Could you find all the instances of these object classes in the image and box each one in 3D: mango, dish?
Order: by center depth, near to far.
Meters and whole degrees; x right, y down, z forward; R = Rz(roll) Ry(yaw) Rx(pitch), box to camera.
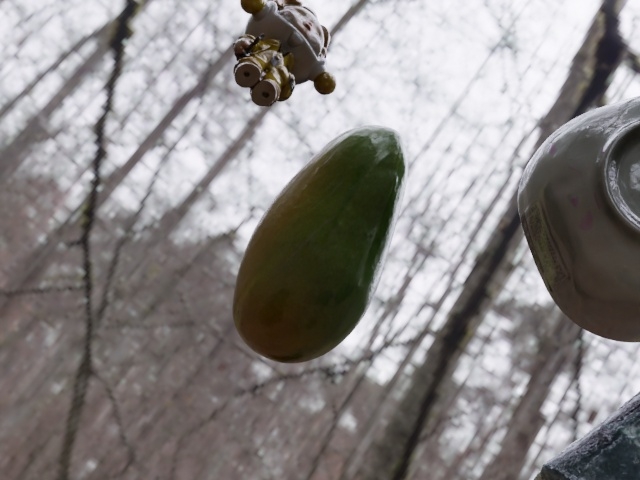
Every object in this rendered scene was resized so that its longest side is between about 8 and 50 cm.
[{"bbox_3d":[0.321,-0.035,1.218,0.256,0.256,0.117,31,-19,11],"label":"dish"},{"bbox_3d":[0.000,0.000,1.235,0.114,0.251,0.156,20,2,-27],"label":"mango"}]

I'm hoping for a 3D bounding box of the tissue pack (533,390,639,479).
[{"bbox_3d":[0.291,0.222,0.898,0.257,0.185,0.081,50,-30,19],"label":"tissue pack"}]

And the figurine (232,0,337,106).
[{"bbox_3d":[-0.032,-0.148,1.039,0.068,0.143,0.101,-36,-52,27],"label":"figurine"}]
